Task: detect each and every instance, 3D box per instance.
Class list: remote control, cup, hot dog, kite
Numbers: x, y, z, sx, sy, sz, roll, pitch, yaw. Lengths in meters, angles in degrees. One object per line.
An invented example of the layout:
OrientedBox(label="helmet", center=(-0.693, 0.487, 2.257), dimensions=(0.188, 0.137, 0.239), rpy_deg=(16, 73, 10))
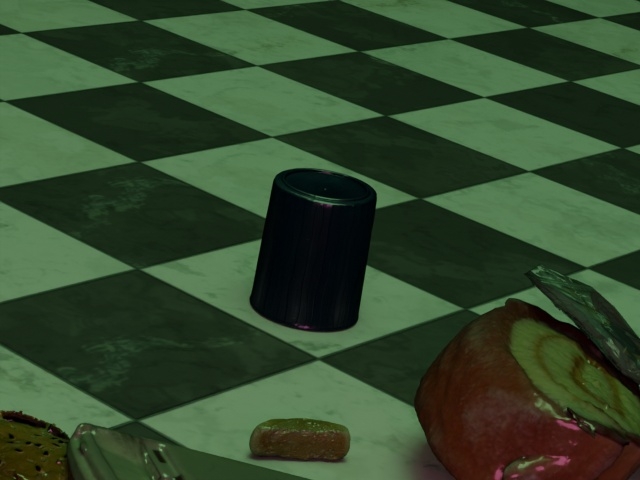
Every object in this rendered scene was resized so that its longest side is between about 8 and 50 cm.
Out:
OrientedBox(label="remote control", center=(-0.051, 0.202, 1.328), dimensions=(0.285, 0.038, 0.123), rpy_deg=(18, 17, -35))
OrientedBox(label="cup", center=(-0.010, 0.000, 1.881), dimensions=(0.113, 0.138, 0.150), rpy_deg=(4, 21, -17))
OrientedBox(label="hot dog", center=(-0.019, 0.169, 1.575), dimensions=(0.090, 0.030, 0.034), rpy_deg=(5, 19, -17))
OrientedBox(label="kite", center=(0.323, 0.141, 1.645), dimensions=(0.360, 0.022, 0.204), rpy_deg=(44, 16, 24))

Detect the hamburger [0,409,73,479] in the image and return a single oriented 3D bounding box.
OrientedBox(label="hamburger", center=(-0.238, 0.189, 1.293), dimensions=(0.185, 0.113, 0.177), rpy_deg=(10, 19, 3))

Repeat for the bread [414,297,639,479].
OrientedBox(label="bread", center=(0.183, 0.153, 1.552), dimensions=(0.190, 0.123, 0.244), rpy_deg=(32, 15, -7))
